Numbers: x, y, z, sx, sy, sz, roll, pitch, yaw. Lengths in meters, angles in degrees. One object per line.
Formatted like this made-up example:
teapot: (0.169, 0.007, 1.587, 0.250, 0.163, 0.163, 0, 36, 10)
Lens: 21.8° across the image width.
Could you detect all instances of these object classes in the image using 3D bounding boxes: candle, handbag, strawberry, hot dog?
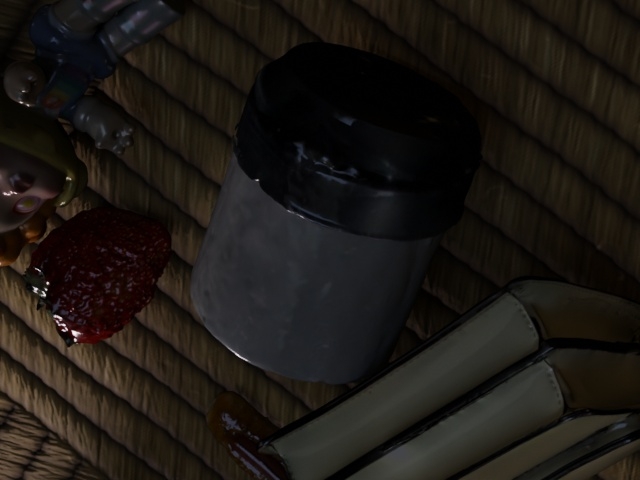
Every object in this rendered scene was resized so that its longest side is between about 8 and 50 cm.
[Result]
candle: (0.000, 0.000, 1.539, 0.221, 0.221, 0.342, 27, 121, 9)
handbag: (0.149, 0.189, 1.557, 0.358, 0.237, 0.160, -35, 65, 32)
strawberry: (-0.228, 0.032, 1.718, 0.131, 0.148, 0.131, 47, 161, 21)
hot dog: (-0.040, 0.247, 1.767, 0.216, 0.047, 0.066, 43, 124, 0)

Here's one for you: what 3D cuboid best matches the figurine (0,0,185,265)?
figurine: (-0.291, -0.131, 1.653, 0.382, 0.224, 0.205, -33, 54, 7)
